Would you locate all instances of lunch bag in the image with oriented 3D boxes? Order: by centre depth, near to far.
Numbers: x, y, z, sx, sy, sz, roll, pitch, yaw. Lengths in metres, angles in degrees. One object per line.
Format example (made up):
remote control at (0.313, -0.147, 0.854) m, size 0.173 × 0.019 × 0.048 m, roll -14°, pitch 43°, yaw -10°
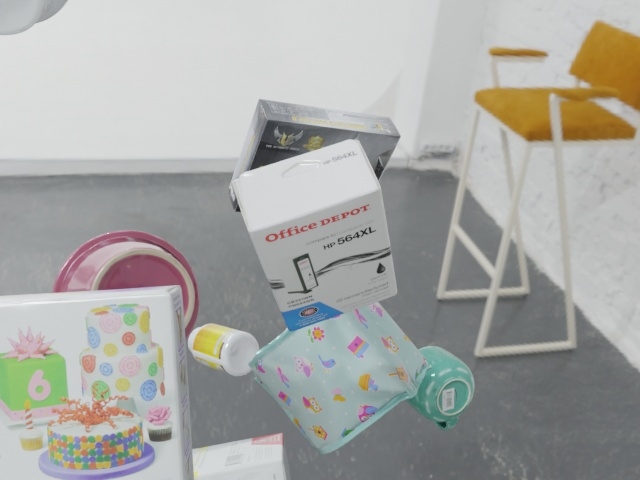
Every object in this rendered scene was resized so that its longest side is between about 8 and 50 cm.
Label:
lunch bag at (0.020, 0.225, 1.203) m, size 0.223 × 0.262 × 0.160 m, roll 49°, pitch 29°, yaw 4°

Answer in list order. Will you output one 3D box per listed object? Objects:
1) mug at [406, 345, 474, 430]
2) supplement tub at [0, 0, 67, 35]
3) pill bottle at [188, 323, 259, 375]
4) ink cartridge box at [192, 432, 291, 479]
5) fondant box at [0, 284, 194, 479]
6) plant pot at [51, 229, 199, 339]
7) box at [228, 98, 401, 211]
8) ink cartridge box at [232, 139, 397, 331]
mug at (0.236, 0.286, 1.327) m, size 0.158 × 0.129 × 0.097 m, roll 40°, pitch -5°, yaw -26°
supplement tub at (-0.325, -0.327, 0.755) m, size 0.144 × 0.144 × 0.200 m, roll 7°, pitch 45°, yaw 1°
pill bottle at (-0.269, 0.290, 1.875) m, size 0.117 × 0.117 × 0.215 m, roll -19°, pitch 15°, yaw -38°
ink cartridge box at (-0.267, 0.605, 1.687) m, size 0.384 × 0.160 × 0.279 m, roll -9°, pitch -2°, yaw -3°
fondant box at (-0.251, 0.217, 0.694) m, size 0.238 × 0.330 × 0.096 m, roll -3°, pitch 2°, yaw -3°
plant pot at (-0.251, 0.080, 0.932) m, size 0.201 × 0.201 × 0.180 m, roll -8°, pitch -1°, yaw -24°
box at (-0.012, -0.122, 1.106) m, size 0.231 × 0.183 × 0.056 m, roll 3°, pitch 44°, yaw -27°
ink cartridge box at (0.000, 0.000, 0.804) m, size 0.148 × 0.203 × 0.086 m, roll -19°, pitch 51°, yaw -2°
